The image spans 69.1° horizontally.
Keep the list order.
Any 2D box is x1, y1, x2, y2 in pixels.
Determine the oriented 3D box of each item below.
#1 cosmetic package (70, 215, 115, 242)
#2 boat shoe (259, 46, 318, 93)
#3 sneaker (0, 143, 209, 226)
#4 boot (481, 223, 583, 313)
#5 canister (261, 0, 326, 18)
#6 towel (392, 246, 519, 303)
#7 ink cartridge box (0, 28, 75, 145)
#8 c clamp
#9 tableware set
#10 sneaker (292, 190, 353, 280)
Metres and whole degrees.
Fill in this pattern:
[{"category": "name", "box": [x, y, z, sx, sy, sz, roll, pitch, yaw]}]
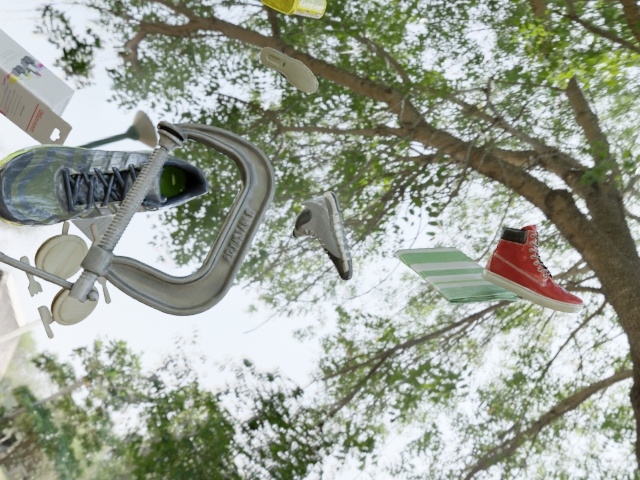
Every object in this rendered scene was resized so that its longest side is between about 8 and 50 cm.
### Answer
[{"category": "cosmetic package", "box": [-0.607, -0.110, 1.162, 0.238, 0.107, 0.127, 57, -13, -25]}, {"category": "boat shoe", "box": [-0.101, -0.602, 1.640, 0.233, 0.079, 0.084, 35, -70, 2]}, {"category": "sneaker", "box": [-0.285, -0.082, 0.641, 0.121, 0.300, 0.111, 6, -73, 33]}, {"category": "boot", "box": [0.543, 0.060, 1.147, 0.244, 0.088, 0.176, 28, -74, 33]}, {"category": "canister", "box": [-0.075, -0.695, 1.339, 0.126, 0.170, 0.073, 34, -58, 20]}, {"category": "towel", "box": [0.387, 0.096, 1.372, 0.325, 0.248, 0.038, -131, -135, -60]}, {"category": "ink cartridge box", "box": [-0.479, -0.239, 0.758, 0.181, 0.061, 0.104, 43, -44, -21]}, {"category": "c clamp", "box": [-0.110, -0.021, 0.319, 0.137, 0.160, 0.022, 32, -19, -8]}, {"category": "tableware set", "box": [-0.438, 0.066, 0.796, 0.039, 0.128, 0.194, 28, -49, 23]}, {"category": "sneaker", "box": [0.000, 0.000, 1.162, 0.132, 0.086, 0.228, -14, -101, 8]}]
